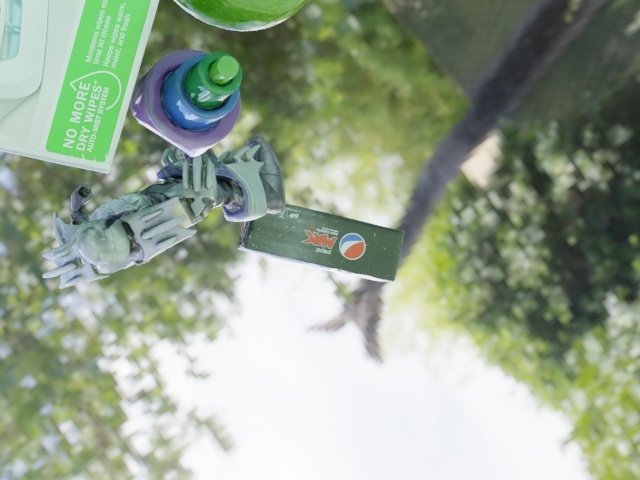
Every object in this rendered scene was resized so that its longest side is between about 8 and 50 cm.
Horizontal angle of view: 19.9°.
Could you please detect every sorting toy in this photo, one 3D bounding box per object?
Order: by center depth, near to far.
[{"bbox_3d":[-0.030,-0.235,1.182,0.127,0.126,0.366,22,-108,-17],"label":"sorting toy"}]

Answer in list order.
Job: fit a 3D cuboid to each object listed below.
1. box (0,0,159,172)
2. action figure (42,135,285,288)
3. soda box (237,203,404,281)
[{"bbox_3d":[-0.264,-0.146,1.134,0.231,0.127,0.262,12,-170,-30],"label":"box"},{"bbox_3d":[-0.149,-0.033,1.669,0.285,0.185,0.099,-31,-70,-59],"label":"action figure"},{"bbox_3d":[0.000,0.000,1.942,0.169,0.060,0.053,13,177,-10],"label":"soda box"}]
